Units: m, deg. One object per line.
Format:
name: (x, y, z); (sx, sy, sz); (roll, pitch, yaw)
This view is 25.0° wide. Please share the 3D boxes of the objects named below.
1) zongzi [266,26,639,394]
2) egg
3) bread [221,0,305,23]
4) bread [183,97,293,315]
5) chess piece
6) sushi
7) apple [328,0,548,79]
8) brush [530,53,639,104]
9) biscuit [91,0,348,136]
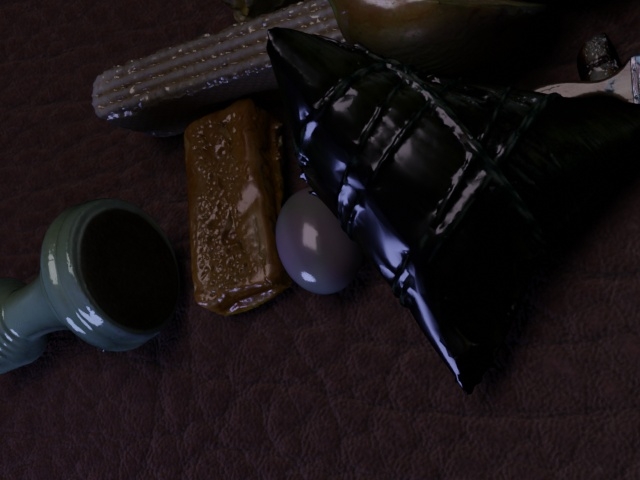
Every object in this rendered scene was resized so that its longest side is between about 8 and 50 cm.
zongzi: (0.173, -0.096, 1.538); (0.362, 0.319, 0.383); (-41, 67, 3)
egg: (0.000, 0.000, 1.676); (0.103, 0.103, 0.135); (-27, 56, 23)
bread: (-0.020, -0.422, 1.770); (0.316, 0.211, 0.270); (-16, 71, 35)
bread: (-0.098, -0.044, 1.791); (0.139, 0.077, 0.271); (-22, 57, 22)
chess piece: (-0.343, 0.078, 1.856); (0.299, 0.195, 0.194); (-24, 55, 37)
sushi: (0.305, -0.186, 1.582); (0.046, 0.044, 0.083); (-27, 55, 21)
apple: (0.146, -0.235, 1.617); (0.193, 0.265, 0.120); (11, 104, 32)
brush: (0.311, -0.164, 1.547); (0.196, 0.021, 0.070); (-5, 87, 22)
biscuit: (-0.089, -0.219, 1.832); (0.426, 0.144, 0.078); (-13, 74, 30)
